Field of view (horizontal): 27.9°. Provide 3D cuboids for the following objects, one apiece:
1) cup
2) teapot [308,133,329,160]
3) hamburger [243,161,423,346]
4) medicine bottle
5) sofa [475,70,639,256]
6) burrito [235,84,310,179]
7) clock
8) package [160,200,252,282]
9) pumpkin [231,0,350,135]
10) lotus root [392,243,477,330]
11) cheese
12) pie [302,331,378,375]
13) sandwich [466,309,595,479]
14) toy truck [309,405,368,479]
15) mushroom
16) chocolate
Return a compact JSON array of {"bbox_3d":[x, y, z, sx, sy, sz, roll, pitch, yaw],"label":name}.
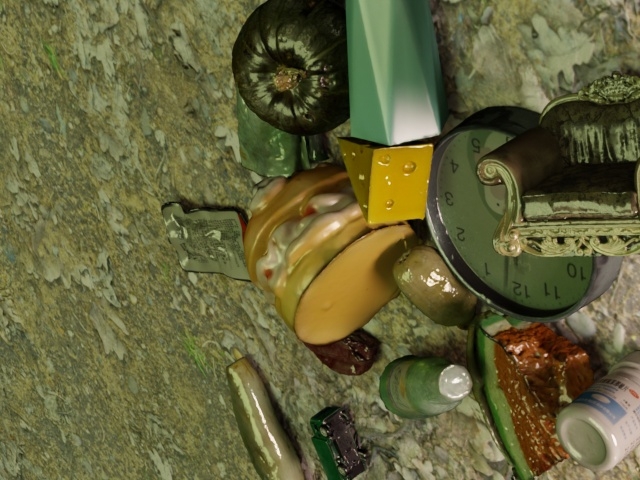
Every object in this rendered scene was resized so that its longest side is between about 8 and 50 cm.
[{"bbox_3d":[0.097,-0.265,1.796,0.134,0.148,0.235,-2,119,15],"label":"cup"},{"bbox_3d":[-0.009,-0.178,2.070,0.043,0.043,0.110,24,135,39],"label":"teapot"},{"bbox_3d":[0.000,0.000,2.023,0.237,0.276,0.276,50,146,29],"label":"hamburger"},{"bbox_3d":[0.409,0.233,1.761,0.105,0.168,0.105,30,136,34],"label":"medicine bottle"},{"bbox_3d":[0.333,-0.093,1.537,0.258,0.200,0.182,-1,108,34],"label":"sofa"},{"bbox_3d":[-0.091,-0.211,2.108,0.144,0.089,0.228,20,132,38],"label":"burrito"},{"bbox_3d":[0.278,-0.031,1.814,0.319,0.066,0.319,30,137,33],"label":"clock"},{"bbox_3d":[-0.206,0.002,2.453,0.232,0.040,0.166,5,123,40],"label":"package"},{"bbox_3d":[-0.031,-0.261,1.924,0.224,0.157,0.223,14,122,23],"label":"pumpkin"},{"bbox_3d":[0.185,0.078,1.965,0.183,0.090,0.077,45,-167,-30],"label":"lotus root"},{"bbox_3d":[0.089,-0.120,1.891,0.171,0.093,0.126,-117,26,-55],"label":"cheese"},{"bbox_3d":[0.018,0.134,2.265,0.204,0.054,0.218,26,136,37],"label":"pie"},{"bbox_3d":[0.322,0.223,1.901,0.212,0.109,0.292,-22,97,59],"label":"sandwich"},{"bbox_3d":[0.033,0.383,2.421,0.079,0.065,0.147,4,120,53],"label":"toy truck"},{"bbox_3d":[-0.113,0.395,2.595,0.107,0.087,0.333,-20,96,50],"label":"mushroom"},{"bbox_3d":[0.171,0.229,2.024,0.110,0.110,0.291,57,167,1],"label":"chocolate"}]
